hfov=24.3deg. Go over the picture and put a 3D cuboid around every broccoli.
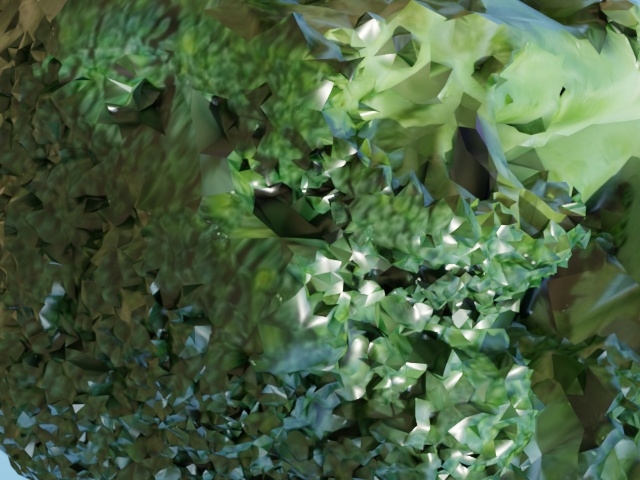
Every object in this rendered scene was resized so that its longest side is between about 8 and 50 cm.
[{"bbox_3d":[0.000,0.000,0.463,0.245,0.295,0.265,-20,175,-24],"label":"broccoli"}]
